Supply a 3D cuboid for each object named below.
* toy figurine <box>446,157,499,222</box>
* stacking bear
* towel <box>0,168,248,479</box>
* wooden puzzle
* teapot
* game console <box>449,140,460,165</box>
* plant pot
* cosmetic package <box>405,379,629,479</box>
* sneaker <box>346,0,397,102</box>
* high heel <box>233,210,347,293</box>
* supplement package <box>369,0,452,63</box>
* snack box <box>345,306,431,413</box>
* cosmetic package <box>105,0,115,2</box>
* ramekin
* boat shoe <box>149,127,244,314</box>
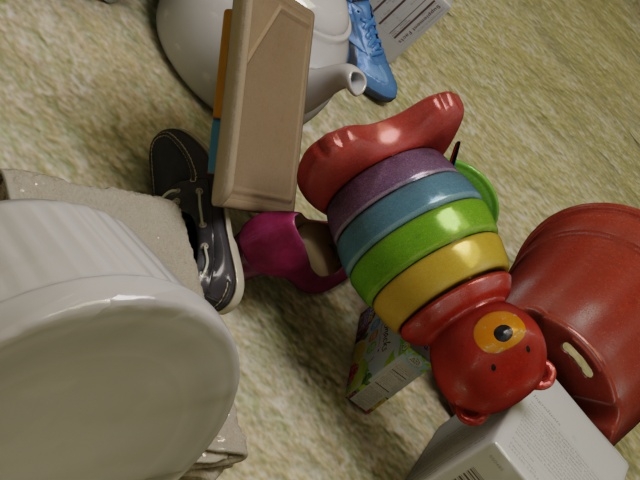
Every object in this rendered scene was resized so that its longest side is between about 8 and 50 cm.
[{"bbox_3d":[0.113,-0.016,1.471,0.173,0.130,0.159,28,41,5],"label":"toy figurine"},{"bbox_3d":[0.114,0.032,1.171,0.175,0.164,0.289,-22,70,-21],"label":"stacking bear"},{"bbox_3d":[-0.172,0.069,1.027,0.187,0.049,0.282,11,49,-40],"label":"towel"},{"bbox_3d":[-0.060,-0.138,1.205,0.239,0.044,0.220,7,89,-76],"label":"wooden puzzle"},{"bbox_3d":[-0.055,-0.266,1.433,0.256,0.187,0.252,43,31,-9],"label":"teapot"},{"bbox_3d":[0.159,-0.020,1.346,0.124,0.085,0.144,42,29,-9],"label":"game console"},{"bbox_3d":[0.289,0.124,1.401,0.272,0.272,0.265,53,38,5],"label":"plant pot"},{"bbox_3d":[0.190,0.247,1.219,0.151,0.151,0.184,50,32,0],"label":"cosmetic package"},{"bbox_3d":[0.050,-0.289,1.702,0.209,0.082,0.069,54,29,5],"label":"sneaker"},{"bbox_3d":[0.000,0.000,1.266,0.244,0.117,0.082,4,66,-50],"label":"high heel"},{"bbox_3d":[0.069,-0.407,1.802,0.244,0.134,0.139,40,32,-16],"label":"supplement package"},{"bbox_3d":[0.078,0.102,1.283,0.037,0.100,0.141,39,32,-17],"label":"snack box"},{"bbox_3d":[-0.296,-0.478,1.291,0.284,0.097,0.377,23,50,-64],"label":"cosmetic package"},{"bbox_3d":[-0.198,0.092,0.789,0.273,0.273,0.127,9,36,-48],"label":"ramekin"},{"bbox_3d":[-0.132,-0.026,1.179,0.065,0.075,0.206,12,51,-50],"label":"boat shoe"}]
